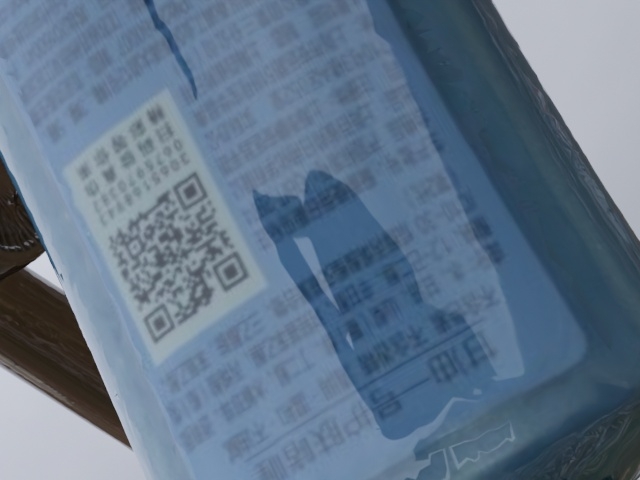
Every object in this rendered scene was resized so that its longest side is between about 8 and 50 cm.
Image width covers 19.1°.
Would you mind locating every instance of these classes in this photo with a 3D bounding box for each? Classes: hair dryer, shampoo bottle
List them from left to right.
[{"bbox_3d":[-0.101,0.029,0.615,0.181,0.117,0.064,38,-141,-36],"label":"hair dryer"},{"bbox_3d":[0.000,0.000,0.351,0.103,0.258,0.061,-31,-20,12],"label":"shampoo bottle"}]
